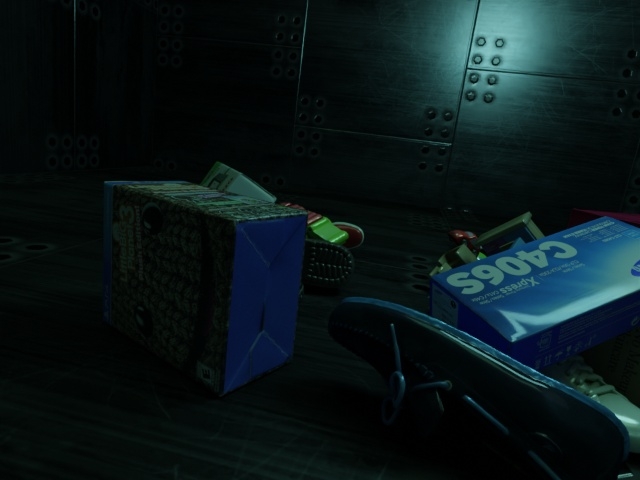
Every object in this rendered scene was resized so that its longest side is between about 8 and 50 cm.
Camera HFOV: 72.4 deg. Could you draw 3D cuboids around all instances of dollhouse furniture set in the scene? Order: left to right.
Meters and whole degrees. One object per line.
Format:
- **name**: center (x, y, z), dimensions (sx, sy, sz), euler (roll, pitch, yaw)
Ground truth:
- **dollhouse furniture set**: center (0.365, 0.129, 0.944), dimensions (0.303, 0.198, 0.286), euler (-38, 1, -39)

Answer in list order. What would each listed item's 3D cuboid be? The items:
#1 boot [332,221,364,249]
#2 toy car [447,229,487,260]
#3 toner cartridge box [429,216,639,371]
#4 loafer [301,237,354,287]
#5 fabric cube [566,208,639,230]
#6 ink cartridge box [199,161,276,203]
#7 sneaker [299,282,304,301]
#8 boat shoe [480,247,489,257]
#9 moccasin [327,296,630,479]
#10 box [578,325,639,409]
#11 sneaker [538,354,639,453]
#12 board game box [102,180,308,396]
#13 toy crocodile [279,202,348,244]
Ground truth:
- **boot**: center (0.000, 0.000, 1.289), dimensions (0.245, 0.088, 0.176), euler (1, 12, 11)
- **toy car**: center (0.442, 0.054, 1.195), dimensions (0.239, 0.053, 0.225), euler (43, 3, 10)
- **toner cartridge box**: center (0.350, 0.068, 0.631), dimensions (0.348, 0.075, 0.165), euler (-17, 31, -17)
- **loafer**: center (-0.109, 0.042, 1.010), dimensions (0.366, 0.133, 0.130), euler (17, -13, 3)
- **fabric cube**: center (0.713, 0.081, 0.942), dimensions (0.259, 0.253, 0.259), euler (5, 13, -11)
- **ink cartridge box**: center (-0.262, -0.087, 1.178), dimensions (0.122, 0.211, 0.289), euler (36, -3, -28)
- **sneaker**: center (-0.091, 0.109, 0.858), dimensions (0.058, 0.052, 0.135), euler (4, 2, 32)
- **boat shoe**: center (0.544, 0.063, 1.326), dimensions (0.258, 0.095, 0.084), euler (5, 12, 42)
- **moccasin**: center (0.140, 0.169, 0.489), dimensions (0.342, 0.116, 0.137), euler (20, -27, 33)
- **box**: center (0.477, 0.171, 0.665), dimensions (0.121, 0.147, 0.311), euler (-3, 15, -33)
- **sneaker**: center (0.329, 0.174, 0.625), dimensions (0.106, 0.123, 0.290), euler (2, 15, -31)
- **board game box**: center (-0.183, 0.046, 0.651), dimensions (0.291, 0.231, 0.141), euler (15, 15, 35)
- **toy crocodile**: center (-0.065, -0.048, 1.166), dimensions (0.115, 0.105, 0.341), euler (-27, 32, -31)
